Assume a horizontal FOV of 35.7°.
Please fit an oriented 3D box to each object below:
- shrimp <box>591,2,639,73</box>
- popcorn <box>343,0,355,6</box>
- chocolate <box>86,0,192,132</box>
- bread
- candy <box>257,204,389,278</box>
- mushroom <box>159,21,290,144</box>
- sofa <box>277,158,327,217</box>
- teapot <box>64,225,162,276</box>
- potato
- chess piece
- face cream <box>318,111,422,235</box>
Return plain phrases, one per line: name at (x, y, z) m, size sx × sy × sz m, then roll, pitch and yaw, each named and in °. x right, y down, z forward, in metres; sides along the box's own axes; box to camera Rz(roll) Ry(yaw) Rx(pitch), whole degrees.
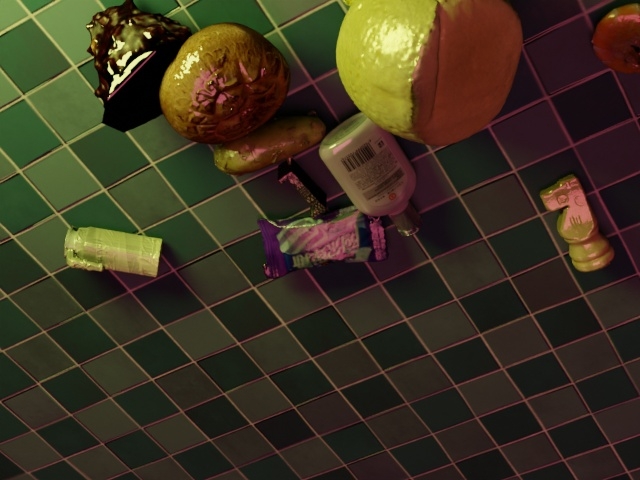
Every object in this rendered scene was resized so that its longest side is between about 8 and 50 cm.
shrimp at (0.613, -0.363, 1.781) m, size 0.249 × 0.068 × 0.150 m, roll 0°, pitch 140°, yaw 8°
popcorn at (0.072, -0.436, 1.738) m, size 0.083 × 0.059 × 0.068 m, roll -11°, pitch 127°, yaw 21°
chocolate at (-0.343, -0.339, 1.795) m, size 0.224 × 0.206 × 0.177 m, roll -42°, pitch 77°, yaw 7°
bread at (0.184, -0.322, 1.709) m, size 0.320 × 0.237 × 0.320 m, roll -24°, pitch 143°, yaw -20°
candy at (0.000, 0.000, 2.077) m, size 0.275 × 0.070 × 0.145 m, roll -9°, pitch 119°, yaw 11°
mushroom at (-0.170, -0.274, 1.777) m, size 0.253 × 0.153 × 0.253 m, roll -25°, pitch 151°, yaw -15°
sofa at (-0.036, -0.105, 1.997) m, size 0.039 × 0.060 × 0.118 m, roll -34°, pitch 120°, yaw 20°
teapot at (-0.439, 0.032, 2.087) m, size 0.200 × 0.107 × 0.077 m, roll 10°, pitch 130°, yaw -5°
potato at (-0.098, -0.186, 1.905) m, size 0.225 × 0.117 × 0.090 m, roll -18°, pitch 115°, yaw 2°
chess piece at (0.524, -0.039, 2.030) m, size 0.090 × 0.090 × 0.200 m, roll -23°, pitch 113°, yaw 18°
face cream at (0.118, -0.121, 1.963) m, size 0.144 × 0.071 × 0.291 m, roll -36°, pitch 126°, yaw 5°
